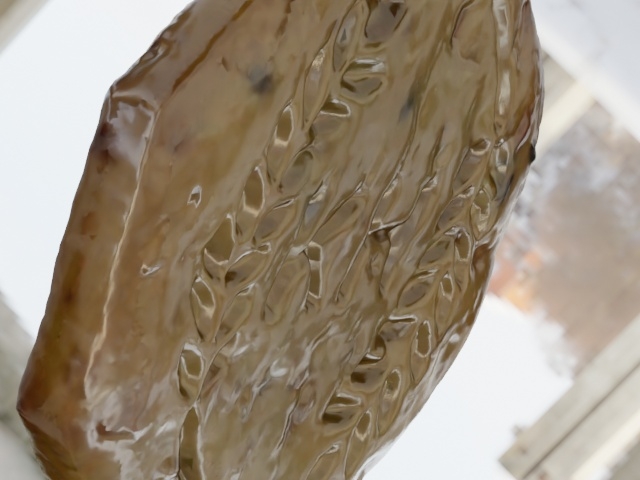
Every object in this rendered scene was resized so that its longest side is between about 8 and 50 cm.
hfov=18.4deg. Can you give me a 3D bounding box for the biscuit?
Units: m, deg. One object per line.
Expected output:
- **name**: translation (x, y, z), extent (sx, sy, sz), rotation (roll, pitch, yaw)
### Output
- **biscuit**: translation (0.000, 0.000, 0.879), extent (0.046, 0.359, 0.359), rotation (24, 179, 28)
